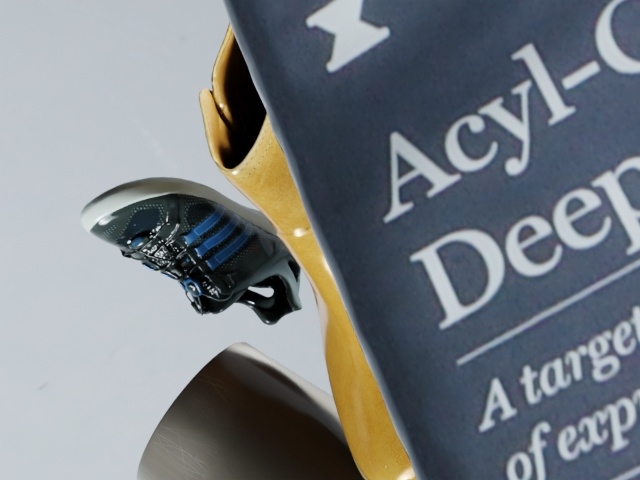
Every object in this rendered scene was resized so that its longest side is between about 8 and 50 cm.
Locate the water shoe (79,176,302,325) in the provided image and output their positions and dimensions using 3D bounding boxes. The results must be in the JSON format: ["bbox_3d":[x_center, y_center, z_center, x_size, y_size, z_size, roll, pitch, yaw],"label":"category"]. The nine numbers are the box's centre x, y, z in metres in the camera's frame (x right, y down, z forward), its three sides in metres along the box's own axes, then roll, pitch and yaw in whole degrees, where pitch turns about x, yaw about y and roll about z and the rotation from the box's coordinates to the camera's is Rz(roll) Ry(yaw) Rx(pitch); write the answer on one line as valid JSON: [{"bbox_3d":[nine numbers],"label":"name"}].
[{"bbox_3d":[-0.084,0.011,1.194,0.203,0.073,0.080,14,53,-44],"label":"water shoe"}]

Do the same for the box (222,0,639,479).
[{"bbox_3d":[0.139,-0.099,0.435,0.212,0.294,0.395,36,27,-57],"label":"box"}]

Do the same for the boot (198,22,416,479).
[{"bbox_3d":[0.001,-0.001,1.013,0.211,0.104,0.295,29,54,-54],"label":"boot"}]

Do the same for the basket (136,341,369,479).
[{"bbox_3d":[0.000,0.185,1.128,0.227,0.204,0.154,35,105,16],"label":"basket"}]
